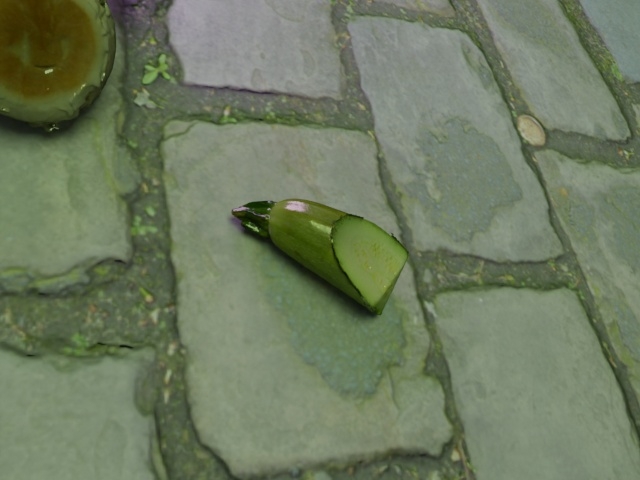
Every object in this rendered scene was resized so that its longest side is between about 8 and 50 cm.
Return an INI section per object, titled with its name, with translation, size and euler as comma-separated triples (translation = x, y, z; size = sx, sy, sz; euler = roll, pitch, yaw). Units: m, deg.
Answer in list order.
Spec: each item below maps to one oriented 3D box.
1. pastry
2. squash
[pastry]
translation = -0.276, -0.192, 0.565
size = 0.166, 0.165, 0.088
euler = -13, 29, -30
[squash]
translation = 0.001, 0.000, 0.625
size = 0.200, 0.075, 0.090
euler = 27, 81, -7
